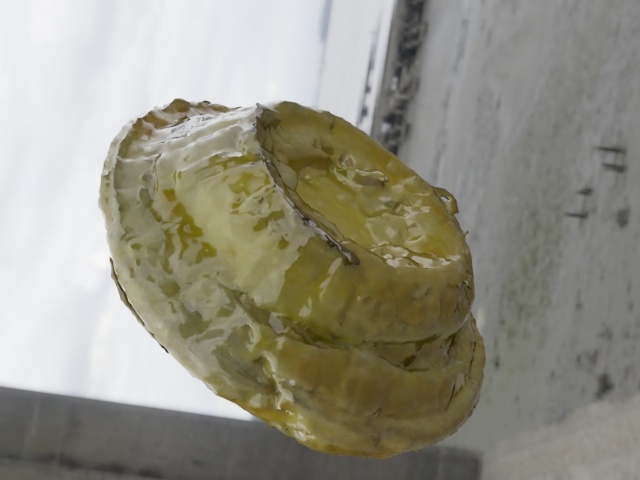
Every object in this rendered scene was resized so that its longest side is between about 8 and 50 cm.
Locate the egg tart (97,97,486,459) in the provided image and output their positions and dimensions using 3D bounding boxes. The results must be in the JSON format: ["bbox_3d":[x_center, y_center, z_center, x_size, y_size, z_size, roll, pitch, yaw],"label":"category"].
[{"bbox_3d":[0.000,0.000,0.806,0.115,0.290,0.290,-49,18,30],"label":"egg tart"}]
